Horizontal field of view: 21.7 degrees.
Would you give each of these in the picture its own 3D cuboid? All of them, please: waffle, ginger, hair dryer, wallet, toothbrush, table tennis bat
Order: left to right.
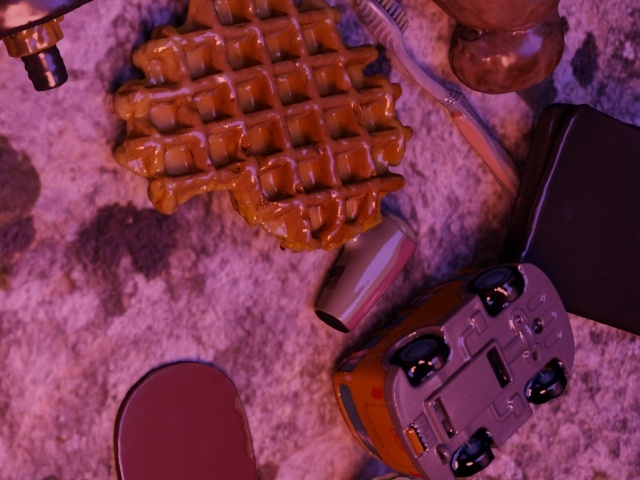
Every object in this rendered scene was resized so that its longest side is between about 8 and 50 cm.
[{"bbox_3d":[-0.100,0.214,1.360,0.131,0.022,0.234,-17,101,-37],"label":"table tennis bat"},{"bbox_3d":[-0.039,-0.089,1.352,0.253,0.056,0.249,48,62,-18],"label":"waffle"},{"bbox_3d":[0.002,-0.007,1.421,0.154,0.054,0.106,45,70,-19],"label":"hair dryer"},{"bbox_3d":[0.146,-0.095,1.532,0.375,0.028,0.037,49,55,-28],"label":"toothbrush"},{"bbox_3d":[0.172,-0.288,1.481,0.244,0.155,0.304,30,82,-42],"label":"ginger"},{"bbox_3d":[0.316,-0.005,1.624,0.377,0.051,0.197,18,88,-43],"label":"wallet"}]

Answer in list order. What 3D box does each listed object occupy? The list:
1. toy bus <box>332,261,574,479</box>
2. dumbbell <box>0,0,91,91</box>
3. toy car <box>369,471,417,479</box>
[{"bbox_3d":[0.111,0.110,1.444,0.209,0.136,0.126,-39,112,-31],"label":"toy bus"},{"bbox_3d":[-0.251,-0.282,1.119,0.185,0.185,0.388,-32,111,-32],"label":"dumbbell"},{"bbox_3d":[0.045,0.287,1.451,0.093,0.058,0.186,3,102,-37],"label":"toy car"}]
